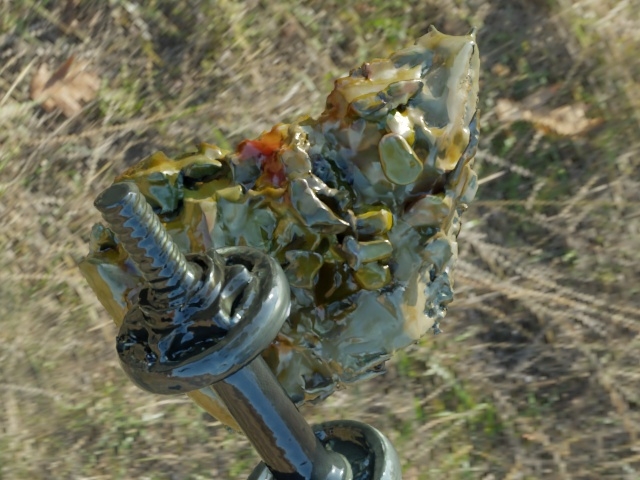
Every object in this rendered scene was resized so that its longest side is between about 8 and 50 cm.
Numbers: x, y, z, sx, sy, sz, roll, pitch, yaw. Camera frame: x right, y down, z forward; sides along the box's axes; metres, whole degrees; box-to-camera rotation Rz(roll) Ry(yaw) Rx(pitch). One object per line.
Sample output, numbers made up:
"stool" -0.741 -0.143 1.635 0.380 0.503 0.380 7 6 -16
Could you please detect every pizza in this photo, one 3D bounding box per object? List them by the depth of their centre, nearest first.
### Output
"pizza" 0.000 0.000 0.739 0.226 0.069 0.147 -25 90 4

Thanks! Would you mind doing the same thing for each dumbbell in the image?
"dumbbell" -0.026 0.073 0.664 0.081 0.081 0.254 -46 125 -22
